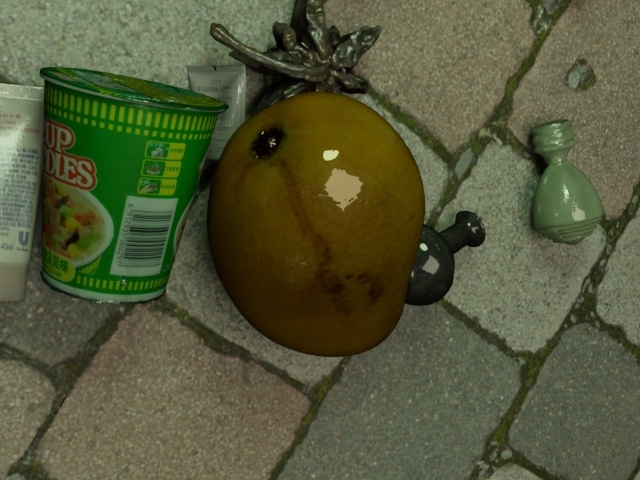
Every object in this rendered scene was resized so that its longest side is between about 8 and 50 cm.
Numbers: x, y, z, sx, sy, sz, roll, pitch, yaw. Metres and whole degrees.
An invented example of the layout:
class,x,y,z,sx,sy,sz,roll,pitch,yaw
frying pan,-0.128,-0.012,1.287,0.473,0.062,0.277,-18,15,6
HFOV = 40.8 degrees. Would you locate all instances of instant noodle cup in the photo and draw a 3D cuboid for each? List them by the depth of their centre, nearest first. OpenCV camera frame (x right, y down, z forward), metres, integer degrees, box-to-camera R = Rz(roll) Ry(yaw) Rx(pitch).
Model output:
class,x,y,z,sx,sy,sz,roll,pitch,yaw
instant noodle cup,-0.222,-0.059,0.965,0.207,0.207,0.232,5,105,-28

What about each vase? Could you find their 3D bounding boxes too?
class,x,y,z,sx,sy,sz,roll,pitch,yaw
vase,0.161,0.015,1.216,0.183,0.120,0.120,-31,113,-36

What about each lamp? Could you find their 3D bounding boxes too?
class,x,y,z,sx,sy,sz,roll,pitch,yaw
lamp,0.368,-0.087,1.309,0.106,0.106,0.193,-15,97,-24

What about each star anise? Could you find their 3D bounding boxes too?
class,x,y,z,sx,sy,sz,roll,pitch,yaw
star anise,-0.023,-0.216,1.084,0.231,0.089,0.209,-13,101,-33

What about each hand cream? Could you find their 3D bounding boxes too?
class,x,y,z,sx,sy,sz,roll,pitch,yaw
hand cream,-0.370,-0.056,0.956,0.133,0.083,0.247,5,87,-28
hand cream,-0.122,-0.146,1.064,0.053,0.084,0.142,-31,121,-59

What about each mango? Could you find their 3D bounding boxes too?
class,x,y,z,sx,sy,sz,roll,pitch,yaw
mango,0.000,0.000,1.051,0.264,0.221,0.378,-17,131,-4
